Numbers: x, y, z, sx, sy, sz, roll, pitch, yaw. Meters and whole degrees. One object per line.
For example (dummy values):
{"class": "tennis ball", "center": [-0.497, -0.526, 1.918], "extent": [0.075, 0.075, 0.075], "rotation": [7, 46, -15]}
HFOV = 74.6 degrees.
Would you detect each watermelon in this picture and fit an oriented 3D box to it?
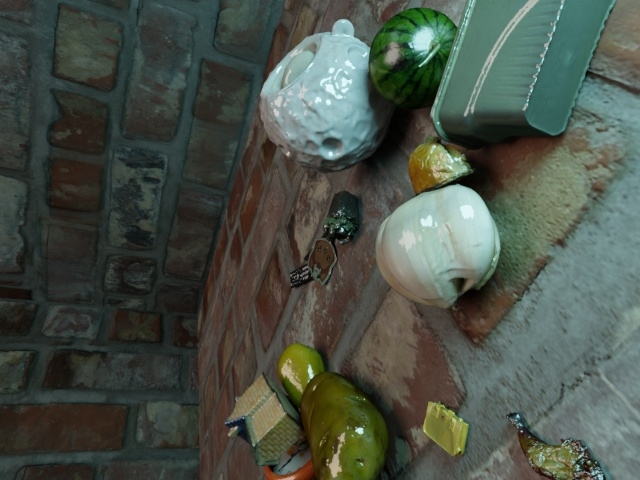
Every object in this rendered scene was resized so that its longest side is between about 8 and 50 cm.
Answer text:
{"class": "watermelon", "center": [0.192, -0.360, 0.830], "extent": [0.214, 0.187, 0.188], "rotation": [-166, 86, -81]}

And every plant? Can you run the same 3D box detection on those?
{"class": "plant", "center": [0.062, -0.060, 1.159], "extent": [0.092, 0.094, 0.144], "rotation": [-13, 58, 50]}

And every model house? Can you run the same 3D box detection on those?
{"class": "model house", "center": [-0.143, 0.487, 1.094], "extent": [0.172, 0.167, 0.183], "rotation": [-41, 25, -11]}

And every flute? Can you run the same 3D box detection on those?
{"class": "flute", "center": [0.000, 0.000, 1.367], "extent": [0.269, 0.014, 0.014], "rotation": [129, 143, -49]}

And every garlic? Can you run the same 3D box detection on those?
{"class": "garlic", "center": [0.183, 0.024, 0.719], "extent": [0.281, 0.184, 0.203], "rotation": [-32, 68, 60]}

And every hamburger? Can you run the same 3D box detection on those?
{"class": "hamburger", "center": [0.200, -0.137, 0.769], "extent": [0.102, 0.087, 0.176], "rotation": [61, 180, 3]}

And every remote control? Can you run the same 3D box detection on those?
{"class": "remote control", "center": [-0.053, 0.115, 1.431], "extent": [0.245, 0.025, 0.063], "rotation": [149, 126, -60]}

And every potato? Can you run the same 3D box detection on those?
{"class": "potato", "center": [0.041, 0.419, 0.947], "extent": [0.196, 0.176, 0.369], "rotation": [68, 169, -13]}

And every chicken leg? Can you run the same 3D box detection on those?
{"class": "chicken leg", "center": [0.295, 0.274, 0.544], "extent": [0.062, 0.037, 0.145], "rotation": [-61, 21, -12]}

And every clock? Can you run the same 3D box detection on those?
{"class": "clock", "center": [-0.056, 0.553, 1.098], "extent": [0.051, 0.205, 0.205], "rotation": [58, 163, -16]}

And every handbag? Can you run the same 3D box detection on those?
{"class": "handbag", "center": [0.216, 0.322, 0.721], "extent": [0.083, 0.027, 0.061], "rotation": [16, 96, 65]}

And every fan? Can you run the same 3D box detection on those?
{"class": "fan", "center": [0.018, 0.025, 1.288], "extent": [0.132, 0.009, 0.220], "rotation": [44, 119, 46]}

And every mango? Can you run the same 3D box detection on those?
{"class": "mango", "center": [-0.053, 0.388, 1.200], "extent": [0.098, 0.137, 0.195], "rotation": [59, -168, -51]}

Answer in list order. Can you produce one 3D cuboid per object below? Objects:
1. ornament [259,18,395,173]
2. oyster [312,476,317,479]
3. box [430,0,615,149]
{"class": "ornament", "center": [0.026, -0.331, 1.055], "extent": [0.337, 0.336, 0.338], "rotation": [-170, 90, -67]}
{"class": "oyster", "center": [-0.041, 0.655, 1.119], "extent": [0.260, 0.092, 0.198], "rotation": [-91, 22, -68]}
{"class": "box", "center": [0.296, -0.274, 0.637], "extent": [0.178, 0.138, 0.275], "rotation": [35, 114, 60]}
